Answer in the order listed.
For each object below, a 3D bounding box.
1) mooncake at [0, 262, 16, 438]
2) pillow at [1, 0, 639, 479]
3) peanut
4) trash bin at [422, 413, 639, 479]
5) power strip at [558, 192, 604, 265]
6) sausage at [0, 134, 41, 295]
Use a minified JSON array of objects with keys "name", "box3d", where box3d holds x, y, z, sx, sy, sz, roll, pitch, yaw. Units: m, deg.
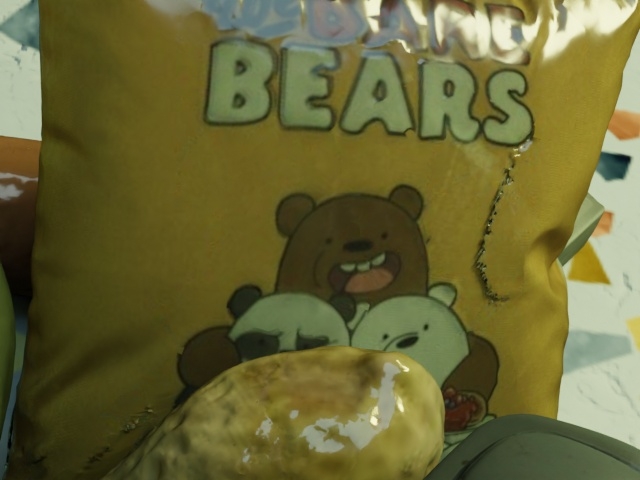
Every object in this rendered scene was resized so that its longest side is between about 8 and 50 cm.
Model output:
[{"name":"mooncake","box3d":[-0.304,0.064,0.725,0.351,0.187,0.351,7,50,-8]},{"name":"pillow","box3d":[0.000,0.000,0.828,0.310,0.312,0.119,4,13,-13]},{"name":"peanut","box3d":[-0.041,0.132,0.754,0.120,0.236,0.110,51,10,0]},{"name":"trash bin","box3d":[0.094,0.189,0.723,0.177,0.236,0.101,39,51,13]},{"name":"power strip","box3d":[0.124,-0.016,1.029,0.075,0.042,0.175,38,50,15]},{"name":"sausage","box3d":[-0.111,-0.005,0.911,0.289,0.086,0.086,7,50,-13]}]
